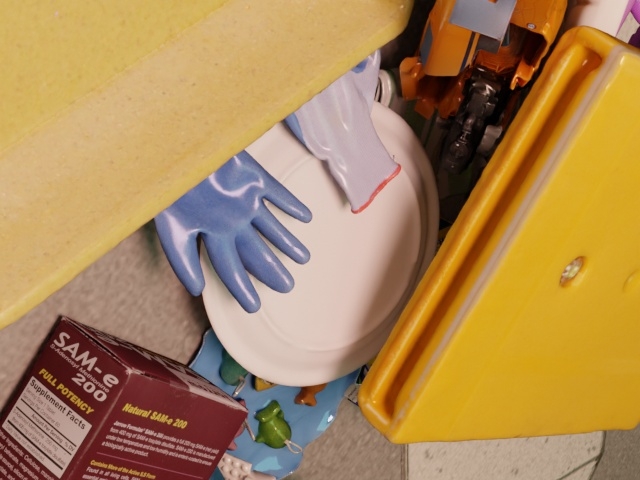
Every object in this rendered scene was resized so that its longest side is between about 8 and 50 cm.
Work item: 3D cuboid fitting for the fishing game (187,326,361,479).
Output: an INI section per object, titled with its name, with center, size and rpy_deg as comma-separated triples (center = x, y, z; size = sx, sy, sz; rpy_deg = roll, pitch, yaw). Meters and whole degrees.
[fishing game]
center = -0.028, 0.111, 0.836
size = 0.189, 0.041, 0.264
rpy_deg = -1, 113, -47

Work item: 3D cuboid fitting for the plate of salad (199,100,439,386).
[plate of salad]
center = 0.000, 0.000, 0.766
size = 0.200, 0.048, 0.199
rpy_deg = -11, 109, -34

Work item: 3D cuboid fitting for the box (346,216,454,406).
[box]
center = 0.064, 0.061, 0.902
size = 0.059, 0.054, 0.168
rpy_deg = -23, 131, -40

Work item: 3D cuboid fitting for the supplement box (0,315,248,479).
[supplement box]
center = -0.159, 0.177, 0.692
size = 0.239, 0.073, 0.130
rpy_deg = -58, 146, -2

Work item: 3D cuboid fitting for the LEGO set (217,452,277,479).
[LEGO set]
center = -0.063, 0.265, 0.801
size = 0.182, 0.060, 0.244
rpy_deg = 73, 38, -56

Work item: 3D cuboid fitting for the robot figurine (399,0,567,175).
[robot figurine]
center = 0.115, -0.163, 0.697
size = 0.291, 0.085, 0.211
rpy_deg = 100, 14, -72

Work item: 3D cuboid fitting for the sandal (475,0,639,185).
[sandal]
center = 0.193, -0.081, 0.865
size = 0.169, 0.102, 0.416
rpy_deg = -81, -174, -56

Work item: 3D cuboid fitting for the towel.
[towel]
center = 0.078, -0.075, 0.853
size = 0.152, 0.023, 0.113
rpy_deg = -11, 123, -47

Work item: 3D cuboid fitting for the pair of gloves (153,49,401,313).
[pair of gloves]
center = -0.027, -0.061, 0.686
size = 0.198, 0.023, 0.159
rpy_deg = -42, 118, -21

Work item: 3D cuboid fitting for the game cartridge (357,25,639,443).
[game cartridge]
center = 0.202, 0.016, 0.801
size = 0.324, 0.053, 0.285
rpy_deg = 8, 117, -48

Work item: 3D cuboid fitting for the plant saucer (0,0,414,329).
[plant saucer]
center = -0.106, -0.171, 0.513
size = 0.333, 0.081, 0.332
rpy_deg = -40, 140, -27
